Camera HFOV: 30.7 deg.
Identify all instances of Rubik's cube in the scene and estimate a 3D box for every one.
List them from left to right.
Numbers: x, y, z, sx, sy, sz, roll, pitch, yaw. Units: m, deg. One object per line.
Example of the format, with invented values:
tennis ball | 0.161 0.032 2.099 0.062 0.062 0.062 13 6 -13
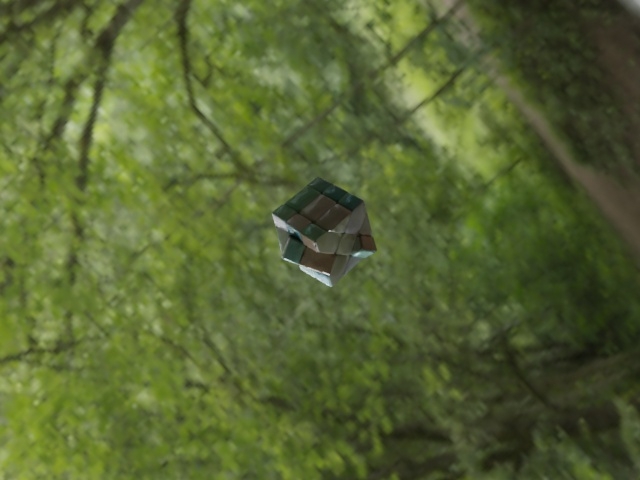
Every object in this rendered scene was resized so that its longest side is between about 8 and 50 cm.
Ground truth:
Rubik's cube | 0.000 -0.002 1.029 0.075 0.084 0.073 51 165 43

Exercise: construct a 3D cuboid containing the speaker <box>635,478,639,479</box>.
speaker | 0.086 0.299 0.509 0.183 0.406 0.184 37 -161 -5
